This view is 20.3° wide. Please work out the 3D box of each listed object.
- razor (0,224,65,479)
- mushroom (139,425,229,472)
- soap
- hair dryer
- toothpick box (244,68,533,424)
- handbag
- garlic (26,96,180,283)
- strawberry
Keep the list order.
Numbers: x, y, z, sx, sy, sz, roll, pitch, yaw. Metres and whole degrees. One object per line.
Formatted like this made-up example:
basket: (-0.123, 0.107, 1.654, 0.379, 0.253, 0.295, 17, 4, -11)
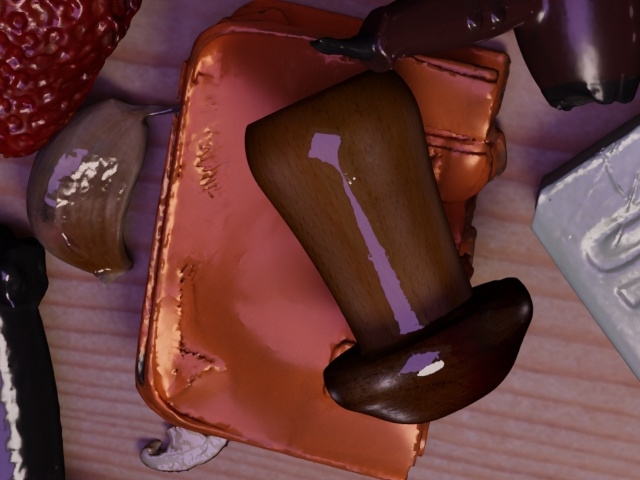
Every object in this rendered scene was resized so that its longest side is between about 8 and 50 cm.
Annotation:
razor: (-0.355, 0.143, 1.790, 0.189, 0.107, 0.327, 2, 106, 13)
mushroom: (-0.135, 0.207, 1.805, 0.101, 0.019, 0.049, -17, 101, 14)
soap: (0.329, 0.032, 1.612, 0.173, 0.095, 0.289, -34, 95, 19)
hair dryer: (0.123, -0.240, 1.492, 0.123, 0.340, 0.313, -5, 100, 58)
toothpick box: (0.057, 0.009, 1.516, 0.192, 0.192, 0.294, -23, 94, 17)
handbag: (0.000, 0.000, 1.668, 0.303, 0.116, 0.410, 14, 107, 8)
garlic: (-0.211, -0.067, 1.725, 0.128, 0.090, 0.198, 21, 102, -9)
strawberry: (-0.270, -0.194, 1.647, 0.205, 0.205, 0.244, 14, 117, 9)
